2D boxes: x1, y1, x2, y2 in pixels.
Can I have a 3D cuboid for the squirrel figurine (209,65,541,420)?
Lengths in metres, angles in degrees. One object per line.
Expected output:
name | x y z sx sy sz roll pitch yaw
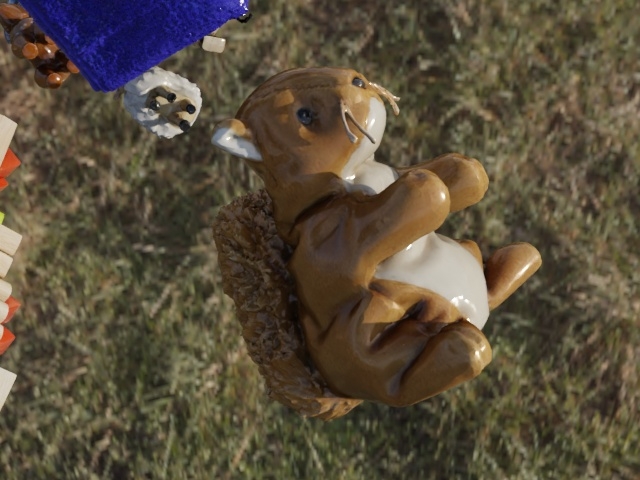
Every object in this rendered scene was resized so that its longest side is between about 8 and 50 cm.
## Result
squirrel figurine | 0.000 0.000 1.540 0.370 0.397 0.281 53 39 -8

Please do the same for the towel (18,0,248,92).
towel | -0.247 -0.299 1.359 0.227 0.308 0.076 -24 33 34

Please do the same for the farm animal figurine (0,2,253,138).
farm animal figurine | -0.248 -0.330 1.661 0.172 0.326 0.330 32 98 58

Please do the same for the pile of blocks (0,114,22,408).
pile of blocks | -0.331 0.034 1.186 0.149 0.112 0.362 -26 50 29

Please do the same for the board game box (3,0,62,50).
board game box | -0.307 -0.345 1.774 0.194 0.060 0.194 8 69 9
